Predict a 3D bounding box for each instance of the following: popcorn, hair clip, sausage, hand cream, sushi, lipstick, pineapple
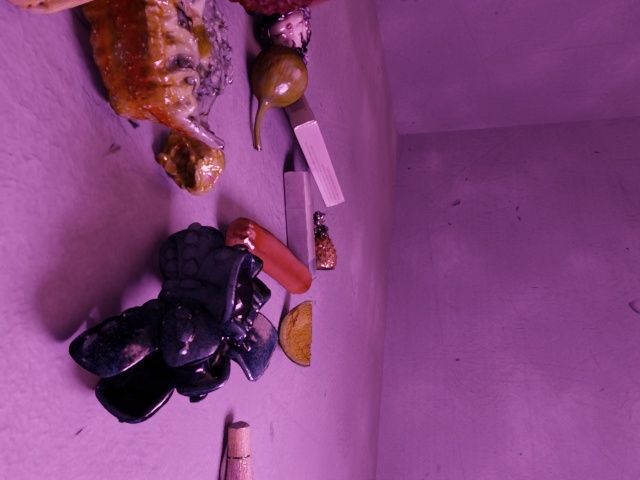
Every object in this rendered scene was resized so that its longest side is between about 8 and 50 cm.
[{"bbox_3d":[-0.212,-0.135,0.721,0.089,0.097,0.109,24,52,-74],"label":"popcorn"},{"bbox_3d":[-0.179,0.109,0.625,0.310,0.206,0.194,-68,153,-52],"label":"hair clip"},{"bbox_3d":[-0.113,0.047,1.043,0.094,0.094,0.419,64,7,24],"label":"sausage"},{"bbox_3d":[-0.166,0.478,0.887,0.084,0.084,0.203,31,55,-70],"label":"hand cream"},{"bbox_3d":[-0.222,-0.266,0.613,0.184,0.139,0.274,-32,123,-67],"label":"sushi"},{"bbox_3d":[-0.058,-0.040,1.258,0.068,0.066,0.317,-29,117,-71],"label":"lipstick"},{"bbox_3d":[0.000,0.000,1.400,0.108,0.108,0.197,35,50,-69],"label":"pineapple"}]

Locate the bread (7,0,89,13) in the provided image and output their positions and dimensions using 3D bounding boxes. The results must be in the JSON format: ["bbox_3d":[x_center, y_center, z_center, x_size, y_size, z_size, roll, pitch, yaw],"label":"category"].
[{"bbox_3d":[-0.282,-0.389,0.456,0.152,0.119,0.288,55,39,-66],"label":"bread"}]

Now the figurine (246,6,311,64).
[{"bbox_3d":[-0.096,-0.537,1.079,0.222,0.145,0.145,62,32,-53],"label":"figurine"}]

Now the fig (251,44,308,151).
[{"bbox_3d":[-0.122,-0.337,1.033,0.245,0.149,0.149,-68,159,-6],"label":"fig"}]

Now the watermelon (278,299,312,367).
[{"bbox_3d":[-0.066,0.264,1.198,0.075,0.092,0.181,86,3,-63],"label":"watermelon"}]

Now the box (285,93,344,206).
[{"bbox_3d":[-0.023,-0.272,1.256,0.343,0.065,0.200,63,5,-56],"label":"box"}]

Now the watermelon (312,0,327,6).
[{"bbox_3d":[-0.022,-0.771,1.158,0.293,0.283,0.250,30,-50,58],"label":"watermelon"}]

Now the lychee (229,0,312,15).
[{"bbox_3d":[-0.099,-0.569,0.766,0.330,0.306,0.306,-3,93,-46],"label":"lychee"}]
